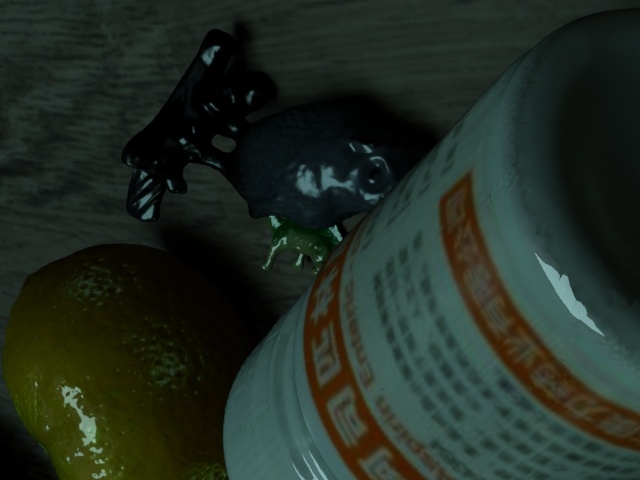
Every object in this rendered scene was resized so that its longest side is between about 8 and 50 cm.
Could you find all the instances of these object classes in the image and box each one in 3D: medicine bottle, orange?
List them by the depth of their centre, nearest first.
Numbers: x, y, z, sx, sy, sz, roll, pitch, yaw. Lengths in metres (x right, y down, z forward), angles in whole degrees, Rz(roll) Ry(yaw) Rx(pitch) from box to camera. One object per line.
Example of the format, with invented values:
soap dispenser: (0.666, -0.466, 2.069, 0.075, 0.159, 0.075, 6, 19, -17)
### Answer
medicine bottle: (0.102, 0.054, 0.991, 0.211, 0.211, 0.371, 53, 144, 6)
orange: (-0.121, 0.121, 1.332, 0.158, 0.179, 0.237, 3, 114, 48)

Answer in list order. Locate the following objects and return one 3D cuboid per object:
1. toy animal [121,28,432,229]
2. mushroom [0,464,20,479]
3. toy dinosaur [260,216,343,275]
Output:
toy animal: (-0.014, -0.035, 1.169, 0.210, 0.121, 0.117, 22, 151, 31)
mushroom: (-0.367, 0.328, 1.776, 0.345, 0.239, 0.345, 50, 165, 18)
toy dinosaur: (-0.001, 0.000, 1.235, 0.120, 0.029, 0.060, 17, 112, 39)
